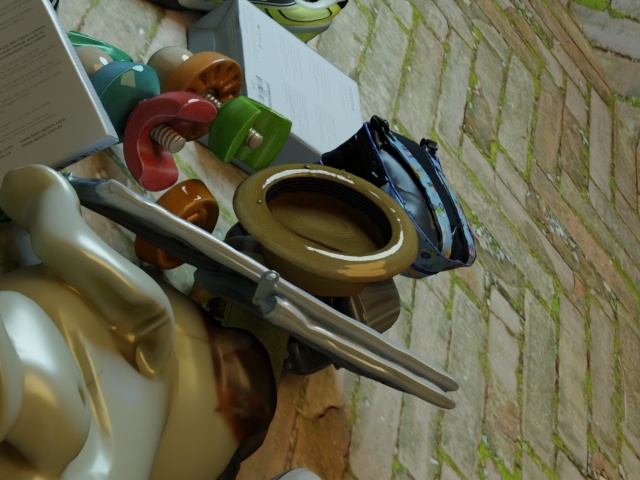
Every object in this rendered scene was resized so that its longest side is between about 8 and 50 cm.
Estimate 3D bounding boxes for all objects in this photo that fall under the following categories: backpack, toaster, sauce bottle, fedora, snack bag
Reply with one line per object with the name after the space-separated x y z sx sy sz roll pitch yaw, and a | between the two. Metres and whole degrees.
0.086 -0.029 1.603 0.158 0.117 0.173 15 43 -59 | backpack
-0.008 0.036 1.647 0.227 0.129 0.146 61 24 10 | toaster
-0.093 0.136 1.429 0.111 0.111 0.344 46 30 -25 | sauce bottle
0.000 0.000 1.484 0.194 0.079 0.194 10 36 -7 | fedora
-0.072 0.037 1.271 0.343 0.037 0.323 31 -5 -16 | snack bag

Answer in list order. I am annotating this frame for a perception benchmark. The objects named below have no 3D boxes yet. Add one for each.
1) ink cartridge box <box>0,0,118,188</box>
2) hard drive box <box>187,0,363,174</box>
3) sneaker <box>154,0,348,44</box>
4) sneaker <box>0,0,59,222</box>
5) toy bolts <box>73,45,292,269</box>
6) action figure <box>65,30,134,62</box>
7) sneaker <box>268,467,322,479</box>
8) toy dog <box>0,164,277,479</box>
-0.314 -0.131 1.215 0.224 0.223 0.045 64 1 2 | ink cartridge box
-0.048 -0.160 1.796 0.232 0.089 0.181 32 40 -41 | hard drive box
-0.121 -0.352 1.795 0.385 0.147 0.145 21 49 -48 | sneaker
-0.293 -0.184 1.315 0.146 0.134 0.343 -6 103 -81 | sneaker
-0.175 -0.104 1.464 0.158 0.218 0.228 38 8 22 | toy bolts
-0.247 -0.164 1.508 0.232 0.063 0.137 8 56 -51 | action figure
0.001 0.301 1.382 0.102 0.161 0.282 48 29 -19 | sneaker
-0.191 0.132 1.092 0.395 0.284 0.408 53 21 8 | toy dog
